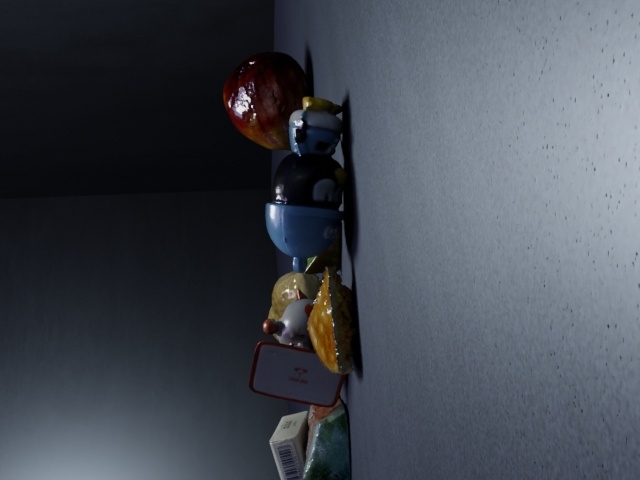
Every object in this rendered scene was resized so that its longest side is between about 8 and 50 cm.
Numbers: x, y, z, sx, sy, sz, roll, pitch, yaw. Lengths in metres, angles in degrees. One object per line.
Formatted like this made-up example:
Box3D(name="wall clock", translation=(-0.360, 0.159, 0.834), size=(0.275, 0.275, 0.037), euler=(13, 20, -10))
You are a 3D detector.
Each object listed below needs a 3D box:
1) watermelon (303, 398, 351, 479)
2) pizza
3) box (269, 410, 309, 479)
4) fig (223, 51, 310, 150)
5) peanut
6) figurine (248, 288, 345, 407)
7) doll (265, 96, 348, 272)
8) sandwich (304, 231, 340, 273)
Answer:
Box3D(name="watermelon", translation=(0.012, 0.392, 1.638), size=(0.241, 0.094, 0.154), euler=(-108, 22, -80))
Box3D(name="pizza", translation=(0.030, 0.142, 1.401), size=(0.201, 0.053, 0.193), euler=(-125, 37, -60))
Box3D(name="box", translation=(-0.034, 0.529, 1.717), size=(0.168, 0.071, 0.259), euler=(-38, -66, -80))
Box3D(name="fig", translation=(-0.128, -0.361, 1.992), size=(0.224, 0.224, 0.263), euler=(115, 135, -77))
Box3D(name="peanut", translation=(-0.056, 0.168, 1.902), size=(0.313, 0.149, 0.149), euler=(104, 162, -56))
Box3D(name="figurine", translation=(-0.034, 0.196, 1.608), size=(0.226, 0.183, 0.160), euler=(-81, 4, -50))
Box3D(name="doll", translation=(-0.017, -0.096, 1.400), size=(0.177, 0.141, 0.314), euler=(0, -81, -65))
Box3D(name="sandwich", translation=(0.000, 0.000, 1.551), size=(0.074, 0.074, 0.116), euler=(-104, 12, -58))
